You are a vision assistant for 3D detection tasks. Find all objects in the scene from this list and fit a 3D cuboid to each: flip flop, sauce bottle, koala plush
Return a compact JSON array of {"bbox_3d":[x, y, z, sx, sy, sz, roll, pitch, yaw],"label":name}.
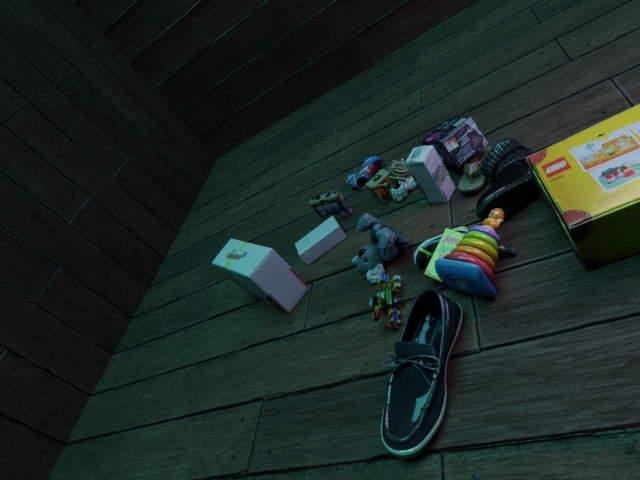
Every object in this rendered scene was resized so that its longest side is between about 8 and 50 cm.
[{"bbox_3d":[0.619,-0.295,1.785,0.112,0.080,0.277,0,49,47],"label":"flip flop"},{"bbox_3d":[0.575,0.031,1.461,0.128,0.042,0.042,6,54,51],"label":"sauce bottle"},{"bbox_3d":[0.222,0.045,1.739,0.221,0.203,0.196,-59,42,11],"label":"koala plush"}]

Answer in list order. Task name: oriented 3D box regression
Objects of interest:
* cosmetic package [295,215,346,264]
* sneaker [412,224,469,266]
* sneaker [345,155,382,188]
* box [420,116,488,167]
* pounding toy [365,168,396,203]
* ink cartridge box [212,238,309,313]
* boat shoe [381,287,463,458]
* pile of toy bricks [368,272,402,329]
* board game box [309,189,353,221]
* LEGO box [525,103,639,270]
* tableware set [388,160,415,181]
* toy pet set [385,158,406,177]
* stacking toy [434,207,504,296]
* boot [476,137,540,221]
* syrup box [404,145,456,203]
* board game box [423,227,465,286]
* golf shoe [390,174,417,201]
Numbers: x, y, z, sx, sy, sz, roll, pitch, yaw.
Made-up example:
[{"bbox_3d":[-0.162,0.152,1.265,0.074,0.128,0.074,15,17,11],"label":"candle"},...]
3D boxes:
[{"bbox_3d":[0.000,0.000,2.091,0.231,0.085,0.117,-35,32,7],"label":"cosmetic package"},{"bbox_3d":[0.436,0.028,1.577,0.235,0.084,0.097,-35,33,10],"label":"sneaker"},{"bbox_3d":[0.237,-0.342,2.283,0.221,0.083,0.087,-43,44,7],"label":"sneaker"},{"bbox_3d":[0.563,-0.415,1.884,0.163,0.142,0.247,-39,14,3],"label":"box"},{"bbox_3d":[0.281,-0.248,2.038,0.130,0.141,0.100,-44,31,-4],"label":"pounding toy"},{"bbox_3d":[-0.278,0.153,2.014,0.385,0.279,0.160,11,59,54],"label":"ink cartridge box"},{"bbox_3d":[0.278,0.355,1.273,0.187,0.156,0.499,-4,48,43],"label":"boat shoe"},{"bbox_3d":[0.218,0.220,1.574,0.105,0.118,0.212,125,158,-50],"label":"pile of toy bricks"},{"bbox_3d":[0.052,-0.169,2.187,0.170,0.141,0.048,-10,45,40],"label":"board game box"},{"bbox_3d":[0.900,-0.189,1.235,0.501,0.193,0.372,-26,34,24],"label":"LEGO box"},{"bbox_3d":[0.409,-0.318,1.987,0.194,0.039,0.128,11,49,9],"label":"tableware set"},{"bbox_3d":[0.354,-0.355,2.167,0.122,0.065,0.114,-27,34,23],"label":"toy pet set"},{"bbox_3d":[0.507,0.015,1.411,0.166,0.175,0.301,9,60,50],"label":"stacking toy"},{"bbox_3d":[0.647,-0.219,1.604,0.348,0.131,0.260,-32,37,-6],"label":"boot"},{"bbox_3d":[0.442,-0.260,1.784,0.096,0.237,0.093,2,52,49],"label":"syrup box"},{"bbox_3d":[0.433,0.057,1.510,0.092,0.043,0.181,23,82,32],"label":"board game box"},{"bbox_3d":[0.381,-0.259,1.997,0.176,0.086,0.069,-49,30,-16],"label":"golf shoe"}]
